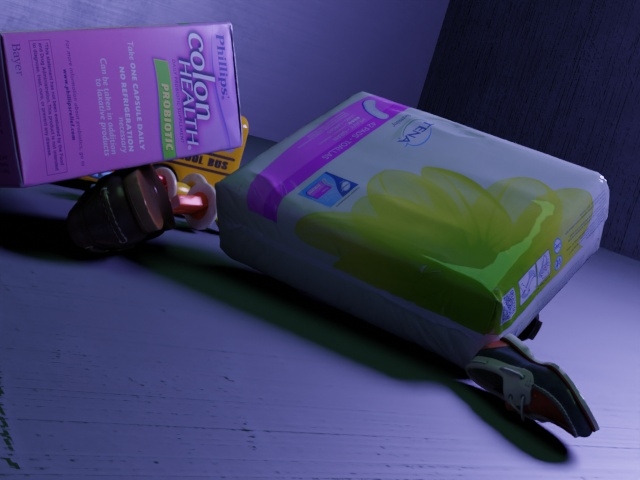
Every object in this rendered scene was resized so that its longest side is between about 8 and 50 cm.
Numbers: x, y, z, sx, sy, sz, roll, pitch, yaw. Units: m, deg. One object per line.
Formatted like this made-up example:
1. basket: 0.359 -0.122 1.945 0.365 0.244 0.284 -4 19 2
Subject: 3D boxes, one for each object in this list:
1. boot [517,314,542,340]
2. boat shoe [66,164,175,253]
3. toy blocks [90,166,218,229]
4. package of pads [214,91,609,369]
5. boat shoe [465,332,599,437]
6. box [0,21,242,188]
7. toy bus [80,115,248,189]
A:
1. boot: 0.113 0.040 0.916 0.219 0.082 0.106 18 5 -2
2. boat shoe: -0.176 -0.029 0.842 0.073 0.073 0.207 -24 3 0
3. toy blocks: -0.170 -0.049 1.047 0.123 0.054 0.148 22 10 39
4. package of pads: 0.087 -0.023 0.875 0.296 0.101 0.229 25 43 30
5. boat shoe: 0.148 0.107 0.672 0.043 0.049 0.137 -28 21 -8
6. box: -0.231 -0.123 0.835 0.213 0.117 0.243 5 16 38
7. toy bus: -0.260 -0.128 1.134 0.333 0.130 0.108 11 9 -36
